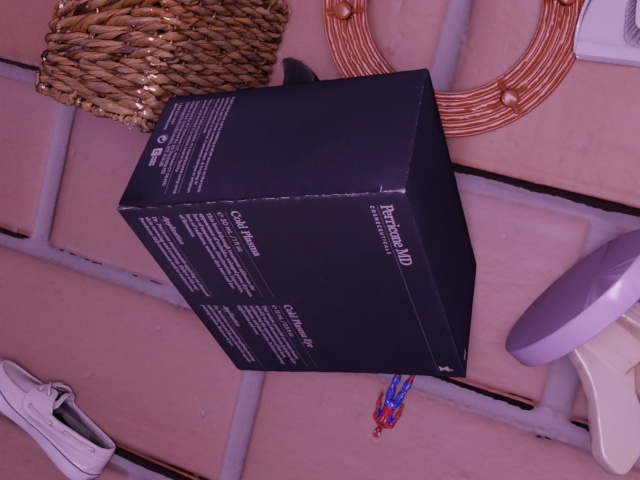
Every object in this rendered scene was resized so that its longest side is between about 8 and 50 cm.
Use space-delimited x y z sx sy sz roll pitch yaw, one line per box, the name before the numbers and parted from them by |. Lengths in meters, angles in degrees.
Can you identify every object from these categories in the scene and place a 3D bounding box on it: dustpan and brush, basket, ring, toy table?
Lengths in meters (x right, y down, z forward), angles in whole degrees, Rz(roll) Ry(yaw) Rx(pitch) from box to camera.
dustpan and brush | 0.389 -0.317 0.887 0.147 0.060 0.211 9 89 10
basket | -0.207 -0.264 0.997 0.213 0.299 0.223 22 101 21
ring | 0.168 -0.297 0.949 0.336 0.032 0.336 2 103 10
toy table | 0.335 0.108 0.832 0.161 0.274 0.252 42 85 6

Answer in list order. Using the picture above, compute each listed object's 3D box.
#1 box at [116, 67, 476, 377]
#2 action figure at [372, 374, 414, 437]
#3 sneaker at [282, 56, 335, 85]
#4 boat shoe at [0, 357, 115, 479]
box | 0.000 0.000 0.890 0.312 0.343 0.179 -1 51 21
action figure | 0.098 0.220 1.037 0.038 0.030 0.115 25 102 13
sneaker | -0.020 -0.171 1.062 0.089 0.051 0.170 6 89 21
boat shoe | -0.431 0.269 1.215 0.258 0.095 0.084 42 101 4
